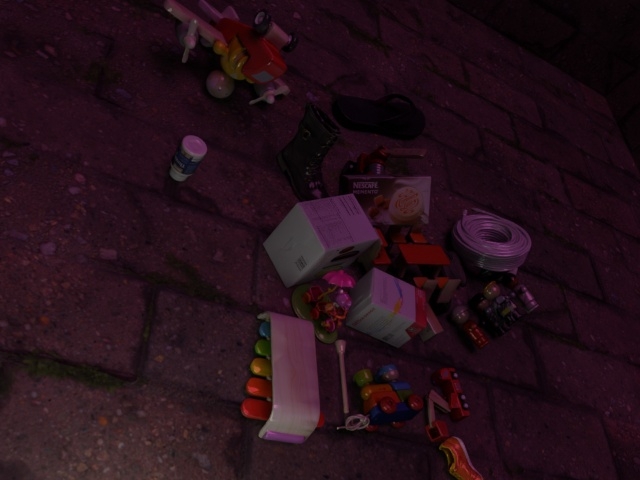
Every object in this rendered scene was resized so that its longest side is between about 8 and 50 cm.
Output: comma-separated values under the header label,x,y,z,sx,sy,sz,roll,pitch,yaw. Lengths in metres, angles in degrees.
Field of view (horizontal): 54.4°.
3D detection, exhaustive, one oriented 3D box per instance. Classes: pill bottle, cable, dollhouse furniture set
label,x,y,z,sx,sy,sz,roll,pitch,yaw
pill bottle,-0.342,-0.206,1.590,0.067,0.120,0.067,20,47,-23
cable,0.559,0.004,2.062,0.257,0.089,0.257,21,36,21
dollhouse furniture set,0.252,0.040,1.795,0.259,0.135,0.262,2,42,-24

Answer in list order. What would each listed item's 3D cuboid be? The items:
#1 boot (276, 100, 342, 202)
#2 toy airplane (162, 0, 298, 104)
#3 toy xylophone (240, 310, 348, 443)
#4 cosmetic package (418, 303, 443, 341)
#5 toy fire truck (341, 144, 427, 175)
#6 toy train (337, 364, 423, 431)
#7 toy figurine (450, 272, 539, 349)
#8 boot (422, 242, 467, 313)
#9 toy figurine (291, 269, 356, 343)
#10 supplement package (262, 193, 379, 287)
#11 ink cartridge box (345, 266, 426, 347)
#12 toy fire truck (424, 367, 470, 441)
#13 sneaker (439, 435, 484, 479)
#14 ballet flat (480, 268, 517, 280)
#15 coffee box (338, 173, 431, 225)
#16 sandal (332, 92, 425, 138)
label,x,y,z,sx,sy,sz,roll,pitch,yaw
boot,-0.009,-0.238,1.790,0.091,0.229,0.263,-26,75,-46
toy airplane,-0.269,-0.560,1.865,0.386,0.272,0.384,30,5,-2
toy xylophone,-0.052,0.306,1.430,0.236,0.081,0.322,23,46,-21
cosmetic package,0.295,0.225,1.779,0.041,0.060,0.115,-12,66,-41
toy fire truck,0.188,-0.200,1.898,0.159,0.246,0.217,27,45,-18
toy train,0.118,0.374,1.500,0.248,0.105,0.143,5,44,-35
toy figurine,0.518,0.201,1.860,0.213,0.209,0.148,-16,62,-45
boot,0.403,0.121,1.936,0.161,0.083,0.246,17,50,-34
toy figurine,0.029,0.150,1.560,0.130,0.159,0.173,-7,63,-41
supplement package,0.000,0.000,1.632,0.203,0.194,0.149,-13,67,-42
ink cartridge box,0.175,0.180,1.670,0.176,0.128,0.127,26,45,-20
toy fire truck,0.323,0.429,1.645,0.135,0.047,0.192,8,52,-31
sneaker,0.355,0.579,1.552,0.067,0.064,0.175,-21,65,-24
ballet flat,0.635,0.079,2.138,0.096,0.095,0.280,55,42,-5
coffee box,0.181,-0.119,1.783,0.247,0.141,0.098,-1,13,-14
sandal,0.247,-0.463,2.259,0.446,0.107,0.167,-6,61,-41
